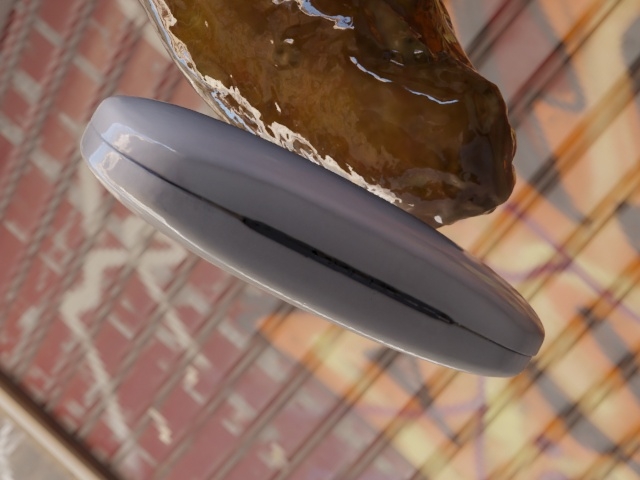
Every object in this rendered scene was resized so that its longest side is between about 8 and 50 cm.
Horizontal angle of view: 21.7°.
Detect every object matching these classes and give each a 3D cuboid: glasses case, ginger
[{"bbox_3d":[0.000,0.000,0.752,0.059,0.233,0.092,-62,25,7],"label":"glasses case"},{"bbox_3d":[-0.009,-0.138,0.932,0.165,0.321,0.172,-35,-3,-23],"label":"ginger"}]
